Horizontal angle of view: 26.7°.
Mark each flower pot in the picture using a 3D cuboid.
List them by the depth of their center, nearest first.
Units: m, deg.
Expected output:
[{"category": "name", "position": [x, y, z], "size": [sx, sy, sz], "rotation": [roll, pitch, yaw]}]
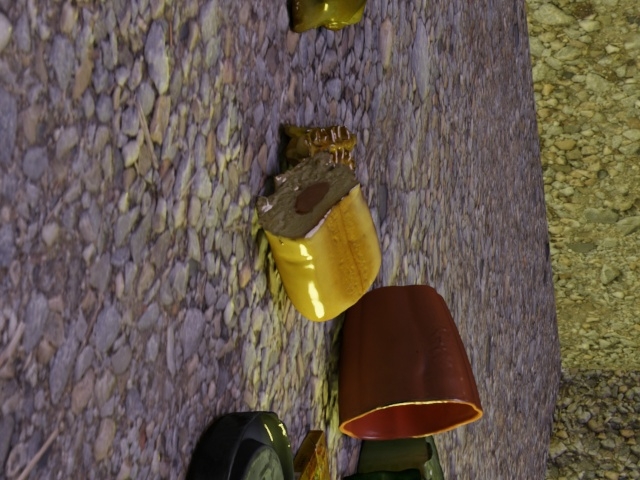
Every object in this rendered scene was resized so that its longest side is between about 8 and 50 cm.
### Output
[{"category": "flower pot", "position": [0.106, 0.157, 1.763], "size": [0.190, 0.190, 0.173], "rotation": [51, 28, -64]}]

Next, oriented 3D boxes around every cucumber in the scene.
[{"category": "cucumber", "position": [0.111, 0.352, 1.849], "size": [0.191, 0.130, 0.191], "rotation": [-2, 90, -77]}]

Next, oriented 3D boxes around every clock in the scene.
[{"category": "clock", "position": [-0.080, 0.283, 1.362], "size": [0.226, 0.049, 0.226], "rotation": [1, 90, -74]}]

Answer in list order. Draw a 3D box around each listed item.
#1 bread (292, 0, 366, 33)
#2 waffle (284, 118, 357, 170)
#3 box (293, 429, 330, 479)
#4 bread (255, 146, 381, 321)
[{"category": "bread", "position": [0.020, -0.361, 1.598], "size": [0.161, 0.088, 0.233], "rotation": [-42, 132, -70]}, {"category": "waffle", "position": [0.001, -0.101, 1.610], "size": [0.192, 0.046, 0.161], "rotation": [61, 36, -57]}, {"category": "box", "position": [-0.020, 0.301, 1.592], "size": [0.156, 0.022, 0.089], "rotation": [-54, 142, -61]}, {"category": "bread", "position": [-0.002, 0.000, 1.518], "size": [0.134, 0.085, 0.173], "rotation": [-45, 140, -29]}]
